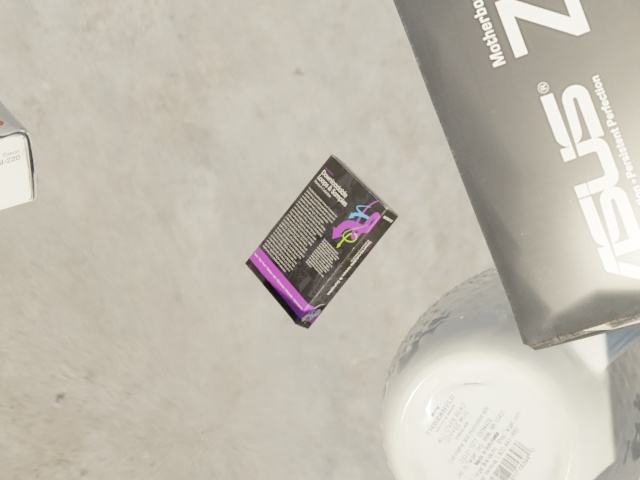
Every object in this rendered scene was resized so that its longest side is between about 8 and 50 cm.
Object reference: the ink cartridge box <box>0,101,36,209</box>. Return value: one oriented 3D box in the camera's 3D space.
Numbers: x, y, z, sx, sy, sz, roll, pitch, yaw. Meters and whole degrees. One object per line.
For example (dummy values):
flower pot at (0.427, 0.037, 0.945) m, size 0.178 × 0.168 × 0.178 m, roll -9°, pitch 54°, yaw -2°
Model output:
ink cartridge box at (-0.422, -0.107, 1.309) m, size 0.158 × 0.092 × 0.218 m, roll -20°, pitch 39°, yaw -28°

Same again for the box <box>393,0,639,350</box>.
box at (0.106, -0.163, 0.543) m, size 0.097 × 0.395 × 0.318 m, roll -17°, pitch 99°, yaw 22°

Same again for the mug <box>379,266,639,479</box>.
mug at (0.232, 0.132, 1.201) m, size 0.374 × 0.328 × 0.276 m, roll -45°, pitch 78°, yaw 19°

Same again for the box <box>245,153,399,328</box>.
box at (0.000, 0.000, 1.337) m, size 0.162 × 0.029 × 0.116 m, roll -52°, pitch 48°, yaw 11°
